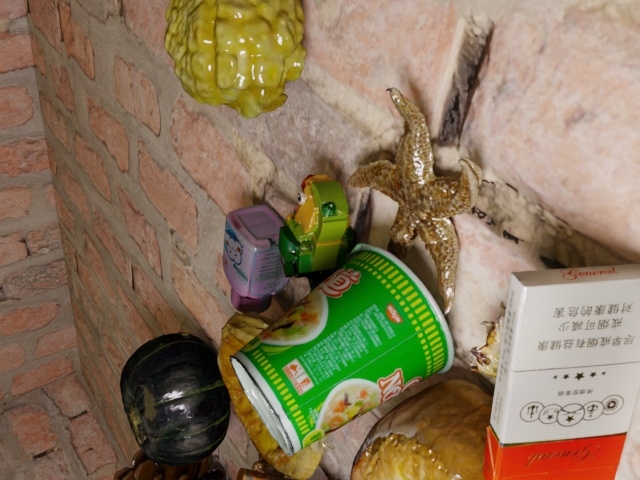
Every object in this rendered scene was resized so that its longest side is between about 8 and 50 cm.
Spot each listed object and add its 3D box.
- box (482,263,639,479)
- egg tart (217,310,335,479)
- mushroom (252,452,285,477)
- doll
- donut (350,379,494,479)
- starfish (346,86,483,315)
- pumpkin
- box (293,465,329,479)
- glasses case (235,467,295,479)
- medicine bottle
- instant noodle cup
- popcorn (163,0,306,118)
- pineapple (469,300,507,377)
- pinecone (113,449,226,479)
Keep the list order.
[{"bbox_3d":[0.236,0.139,0.585,0.035,0.139,0.245,-106,13,-63],"label":"box"},{"bbox_3d":[-0.070,0.268,1.114,0.341,0.132,0.341,34,134,44],"label":"egg tart"},{"bbox_3d":[-0.106,0.481,1.320,0.129,0.072,0.088,62,-160,-79],"label":"mushroom"},{"bbox_3d":[-0.003,-0.005,0.898,0.134,0.106,0.186,-121,32,-48],"label":"doll"},{"bbox_3d":[0.166,0.335,0.774,0.299,0.150,0.317,18,120,55],"label":"donut"},{"bbox_3d":[0.111,-0.048,0.751,0.235,0.062,0.277,-2,110,56],"label":"starfish"},{"bbox_3d":[-0.350,0.385,1.496,0.323,0.241,0.323,25,119,54],"label":"pumpkin"},{"bbox_3d":[-0.087,0.633,1.230,0.143,0.225,0.341,51,142,29],"label":"box"},{"bbox_3d":[-0.043,0.457,1.094,0.075,0.218,0.049,149,138,-75],"label":"glasses case"},{"bbox_3d":[-0.118,0.043,1.114,0.119,0.094,0.188,47,140,37],"label":"medicine bottle"},{"bbox_3d":[0.016,0.146,0.786,0.207,0.232,0.207,49,159,27],"label":"instant noodle cup"},{"bbox_3d":[-0.129,-0.322,0.898,0.286,0.173,0.225,53,129,45],"label":"popcorn"},{"bbox_3d":[0.226,0.116,0.649,0.116,0.069,0.137,58,144,23],"label":"pineapple"},{"bbox_3d":[-0.391,0.752,1.678,0.384,0.384,0.384,31,129,47],"label":"pinecone"}]
